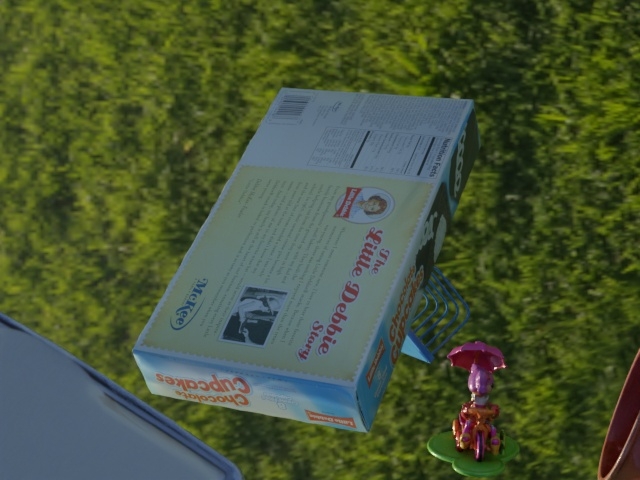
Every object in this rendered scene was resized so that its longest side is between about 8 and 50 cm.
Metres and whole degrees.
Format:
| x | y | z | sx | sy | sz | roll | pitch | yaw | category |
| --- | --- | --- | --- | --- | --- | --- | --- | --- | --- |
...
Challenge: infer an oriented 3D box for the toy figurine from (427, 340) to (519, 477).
| x | y | z | sx | sy | sz | roll | pitch | yaw | category |
| --- | --- | --- | --- | --- | --- | --- | --- | --- | --- |
| 0.214 | 0.222 | 1.691 | 0.130 | 0.173 | 0.159 | 0 | 101 | 2 | toy figurine |

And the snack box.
| x | y | z | sx | sy | sz | roll | pitch | yaw | category |
| --- | --- | --- | --- | --- | --- | --- | --- | --- | --- |
| 0.000 | 0.000 | 1.008 | 0.187 | 0.322 | 0.060 | 7 | 138 | 23 | snack box |

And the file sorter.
| x | y | z | sx | sy | sz | roll | pitch | yaw | category |
| --- | --- | --- | --- | --- | --- | --- | --- | --- | --- |
| 0.136 | 0.100 | 1.880 | 0.118 | 0.104 | 0.170 | 51 | 168 | -14 | file sorter |

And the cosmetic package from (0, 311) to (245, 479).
| x | y | z | sx | sy | sz | roll | pitch | yaw | category |
| --- | --- | --- | --- | --- | --- | --- | --- | --- | --- |
| -0.102 | 0.145 | 0.478 | 0.153 | 0.296 | 0.129 | 29 | 69 | 19 | cosmetic package |

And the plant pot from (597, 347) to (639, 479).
| x | y | z | sx | sy | sz | roll | pitch | yaw | category |
| --- | --- | --- | --- | --- | --- | --- | --- | --- | --- |
| 0.575 | 0.275 | 1.765 | 0.265 | 0.272 | 0.272 | 22 | 110 | 9 | plant pot |
